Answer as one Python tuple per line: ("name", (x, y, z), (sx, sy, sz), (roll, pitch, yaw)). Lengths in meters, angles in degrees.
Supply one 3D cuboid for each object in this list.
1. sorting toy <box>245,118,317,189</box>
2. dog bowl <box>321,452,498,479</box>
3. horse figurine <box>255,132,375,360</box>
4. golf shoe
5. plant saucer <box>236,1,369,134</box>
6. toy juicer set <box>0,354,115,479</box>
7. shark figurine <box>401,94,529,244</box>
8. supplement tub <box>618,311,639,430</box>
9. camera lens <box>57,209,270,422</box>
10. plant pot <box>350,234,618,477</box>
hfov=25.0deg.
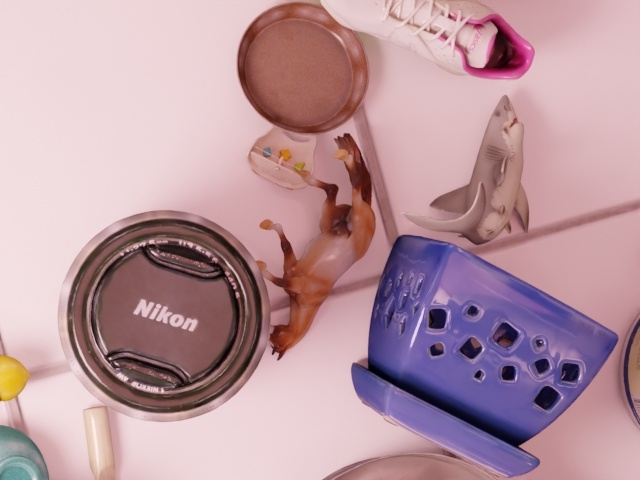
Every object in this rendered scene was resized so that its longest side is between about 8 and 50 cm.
("sorting toy", (-0.041, -0.108, 1.763), (0.083, 0.045, 0.075), (27, 69, -1))
("dog bowl", (0.092, 0.416, 1.712), (0.349, 0.102, 0.349), (0, 92, -11))
("horse figurine", (0.000, 0.000, 1.727), (0.263, 0.066, 0.174), (-56, 141, -22))
("golf shoe", (0.131, -0.268, 1.707), (0.306, 0.140, 0.115), (16, 101, -38))
("plant saucer", (-0.024, -0.208, 1.771), (0.168, 0.029, 0.168), (3, 79, -16))
("toy juicer set", (-0.358, 0.242, 1.646), (0.329, 0.089, 0.209), (19, 72, -37))
("shark figurine", (0.180, -0.045, 1.765), (0.116, 0.278, 0.166), (0, 121, 23))
("supplement tub", (0.526, 0.161, 1.731), (0.235, 0.325, 0.235), (1, 86, -14))
("camera lens", (-0.173, 0.082, 1.588), (0.219, 0.274, 0.219), (0, 88, -7))
("plant pot", (0.173, 0.139, 1.705), (0.236, 0.236, 0.212), (27, 88, -11))
